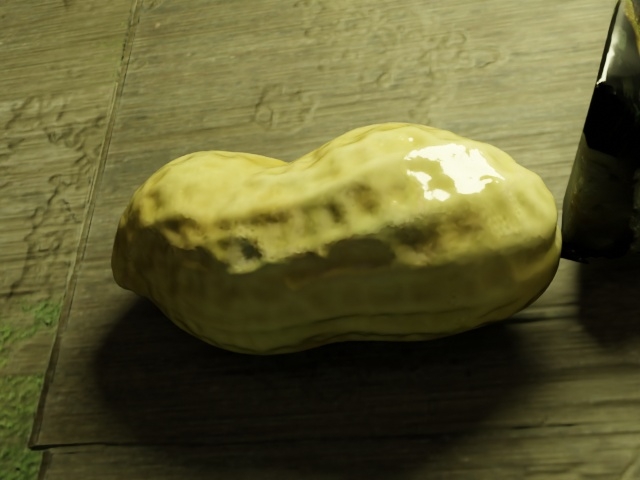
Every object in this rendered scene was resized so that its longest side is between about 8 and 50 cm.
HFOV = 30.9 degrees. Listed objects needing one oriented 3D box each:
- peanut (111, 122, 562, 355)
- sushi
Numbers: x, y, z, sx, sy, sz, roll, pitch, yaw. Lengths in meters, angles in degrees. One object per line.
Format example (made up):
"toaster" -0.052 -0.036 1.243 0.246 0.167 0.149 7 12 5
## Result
"peanut" 0.000 0.000 0.745 0.305 0.147 0.147 -8 54 19
"sushi" 0.238 -0.110 0.758 0.109 0.134 0.273 14 47 11
